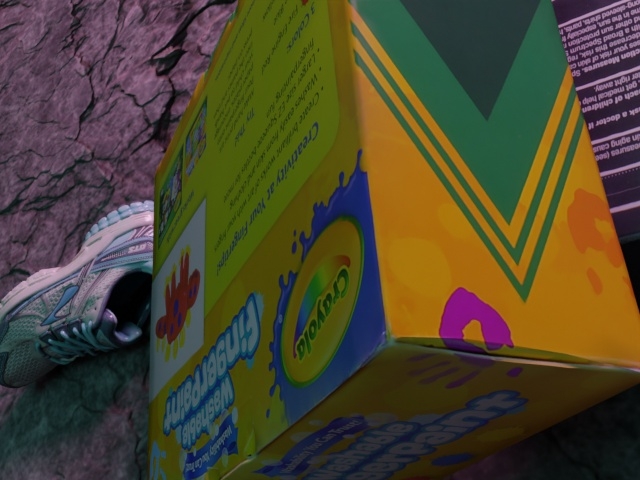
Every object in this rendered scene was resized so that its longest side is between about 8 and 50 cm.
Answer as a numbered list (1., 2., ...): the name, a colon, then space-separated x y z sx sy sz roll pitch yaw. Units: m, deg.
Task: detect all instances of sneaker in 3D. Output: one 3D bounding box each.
1. sneaker: -0.267 0.082 0.960 0.283 0.110 0.122 -43 54 10

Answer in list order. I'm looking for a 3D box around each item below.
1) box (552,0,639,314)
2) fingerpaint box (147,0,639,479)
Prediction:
1. box: 0.283 -0.111 0.619 0.296 0.183 0.294 -16 59 30
2. fingerpaint box: 0.000 0.000 0.644 0.445 0.163 0.371 129 143 -51
